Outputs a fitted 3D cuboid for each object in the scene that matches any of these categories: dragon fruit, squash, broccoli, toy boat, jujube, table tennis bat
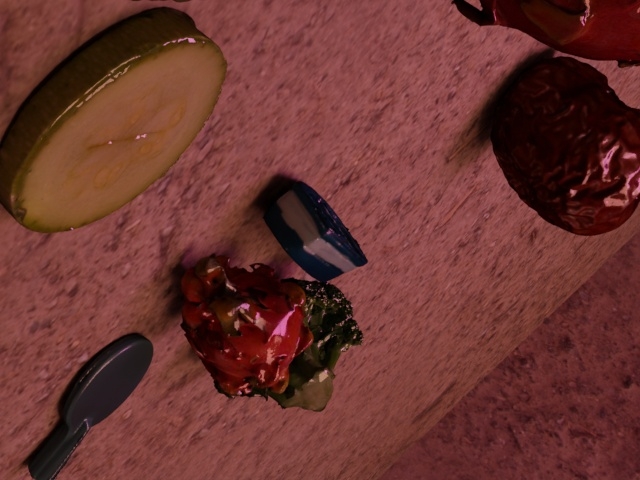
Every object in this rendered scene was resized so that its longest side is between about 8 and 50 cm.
[{"bbox_3d":[-0.091,0.082,1.659,0.207,0.150,0.133,57,31,-49],"label":"dragon fruit"},{"bbox_3d":[-0.168,-0.088,1.231,0.219,0.041,0.219,-42,162,-17],"label":"squash"},{"bbox_3d":[-0.043,0.128,1.852,0.195,0.156,0.195,-12,137,-11],"label":"broccoli"},{"bbox_3d":[0.000,0.000,1.759,0.062,0.096,0.299,-37,166,4],"label":"toy boat"},{"bbox_3d":[0.347,-0.126,2.077,0.213,0.232,0.213,-44,165,-15],"label":"jujube"},{"bbox_3d":[-0.253,0.184,1.660,0.201,0.033,0.124,-52,161,8],"label":"table tennis bat"},{"bbox_3d":[0.277,-0.285,1.486,0.315,0.250,0.250,-7,140,-40],"label":"dragon fruit"}]

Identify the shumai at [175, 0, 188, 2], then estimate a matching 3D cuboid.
[{"bbox_3d":[-0.074,-0.272,0.945,0.272,0.203,0.222,-15,169,18],"label":"shumai"}]
